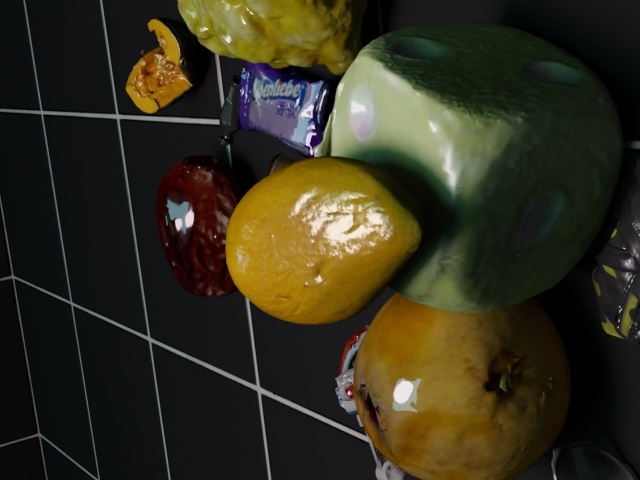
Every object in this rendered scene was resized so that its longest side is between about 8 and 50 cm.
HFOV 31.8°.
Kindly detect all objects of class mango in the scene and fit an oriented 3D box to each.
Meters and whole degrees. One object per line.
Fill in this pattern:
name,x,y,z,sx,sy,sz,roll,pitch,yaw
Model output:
mango,0.000,0.000,1.191,0.317,0.119,0.176,-20,86,53

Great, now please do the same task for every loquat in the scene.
loquat,0.169,0.164,1.342,0.263,0.263,0.263,29,125,51

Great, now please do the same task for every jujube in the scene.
jujube,-0.203,-0.026,1.955,0.183,0.183,0.243,22,119,54

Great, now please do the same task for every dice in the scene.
dice,0.163,-0.086,1.250,0.250,0.254,0.252,40,133,41

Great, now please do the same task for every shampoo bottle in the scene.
shampoo bottle,-0.152,-0.221,1.938,0.048,0.027,0.137,46,139,28

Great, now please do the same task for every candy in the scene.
candy,-0.054,-0.205,1.742,0.275,0.070,0.145,33,124,50

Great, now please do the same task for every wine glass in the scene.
wine glass,0.276,0.346,1.344,0.156,0.156,0.232,59,142,28

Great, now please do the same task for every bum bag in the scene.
bum bag,0.341,0.010,1.182,0.107,0.060,0.232,-120,35,-42

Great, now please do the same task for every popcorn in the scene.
popcorn,-0.079,-0.389,1.493,0.334,0.292,0.294,30,92,21

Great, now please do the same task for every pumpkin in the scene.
pumpkin,-0.265,-0.317,2.010,0.119,0.107,0.183,56,137,19

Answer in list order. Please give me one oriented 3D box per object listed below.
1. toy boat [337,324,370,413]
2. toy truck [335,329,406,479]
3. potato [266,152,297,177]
toy boat,0.067,0.196,1.694,0.059,0.069,0.173,-115,29,-47
toy truck,0.111,0.215,1.527,0.161,0.177,0.213,-30,76,59
potato,-0.017,-0.031,1.696,0.117,0.182,0.202,9,117,13
